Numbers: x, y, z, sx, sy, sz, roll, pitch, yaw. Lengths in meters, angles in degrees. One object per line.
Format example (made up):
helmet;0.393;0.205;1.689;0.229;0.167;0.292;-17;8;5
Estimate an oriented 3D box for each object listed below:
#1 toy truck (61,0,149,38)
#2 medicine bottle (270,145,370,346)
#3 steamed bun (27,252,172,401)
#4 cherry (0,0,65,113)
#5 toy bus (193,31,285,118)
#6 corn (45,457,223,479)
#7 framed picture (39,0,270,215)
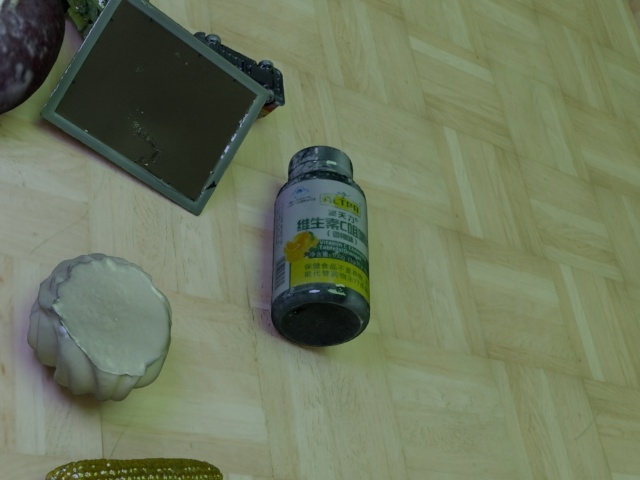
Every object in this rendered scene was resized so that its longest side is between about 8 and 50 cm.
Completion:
toy truck;-0.309;-0.353;1.544;0.128;0.135;0.260;-30;88;-21
medicine bottle;0.000;0.000;1.608;0.141;0.141;0.293;26;45;-30
steamed bun;-0.265;0.104;1.297;0.183;0.106;0.183;22;49;-27
cherry;-0.425;-0.271;1.360;0.213;0.183;0.266;11;70;-30
toy bus;-0.141;-0.254;1.707;0.174;0.077;0.079;21;49;-32
corn;-0.209;0.283;1.239;0.238;0.080;0.080;5;58;-42
framed picture;-0.223;-0.191;1.524;0.273;0.016;0.216;35;79;-29
